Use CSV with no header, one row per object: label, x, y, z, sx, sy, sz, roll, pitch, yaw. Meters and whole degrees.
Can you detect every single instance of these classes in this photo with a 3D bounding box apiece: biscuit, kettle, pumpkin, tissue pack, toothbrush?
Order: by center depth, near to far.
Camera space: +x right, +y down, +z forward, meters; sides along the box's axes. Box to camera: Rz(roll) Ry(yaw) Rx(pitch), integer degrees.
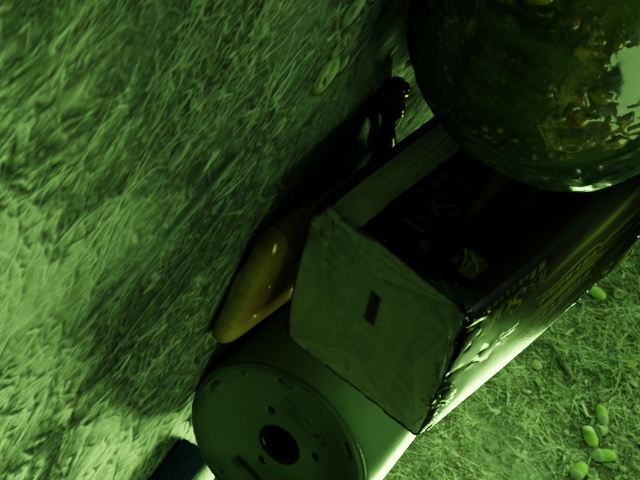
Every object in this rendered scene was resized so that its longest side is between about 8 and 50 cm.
pumpkin,0.231,-0.205,1.575,0.327,0.257,0.291,-39,153,-30
tissue pack,0.150,-0.013,1.720,0.370,0.198,0.210,-37,158,-35
biscuit,0.001,0.001,1.763,0.249,0.030,0.160,-33,160,-44
toothbrush,0.067,-0.091,1.844,0.030,0.030,0.297,-61,171,-18
kettle,0.027,0.157,1.956,0.318,0.205,0.265,-46,151,-46

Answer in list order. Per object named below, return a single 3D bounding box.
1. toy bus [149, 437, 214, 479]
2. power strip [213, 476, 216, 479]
toy bus,-0.171,0.282,1.940,0.153,0.051,0.061,-51,156,-10
power strip,-0.191,0.396,2.090,0.257,0.092,0.251,-49,165,-43
